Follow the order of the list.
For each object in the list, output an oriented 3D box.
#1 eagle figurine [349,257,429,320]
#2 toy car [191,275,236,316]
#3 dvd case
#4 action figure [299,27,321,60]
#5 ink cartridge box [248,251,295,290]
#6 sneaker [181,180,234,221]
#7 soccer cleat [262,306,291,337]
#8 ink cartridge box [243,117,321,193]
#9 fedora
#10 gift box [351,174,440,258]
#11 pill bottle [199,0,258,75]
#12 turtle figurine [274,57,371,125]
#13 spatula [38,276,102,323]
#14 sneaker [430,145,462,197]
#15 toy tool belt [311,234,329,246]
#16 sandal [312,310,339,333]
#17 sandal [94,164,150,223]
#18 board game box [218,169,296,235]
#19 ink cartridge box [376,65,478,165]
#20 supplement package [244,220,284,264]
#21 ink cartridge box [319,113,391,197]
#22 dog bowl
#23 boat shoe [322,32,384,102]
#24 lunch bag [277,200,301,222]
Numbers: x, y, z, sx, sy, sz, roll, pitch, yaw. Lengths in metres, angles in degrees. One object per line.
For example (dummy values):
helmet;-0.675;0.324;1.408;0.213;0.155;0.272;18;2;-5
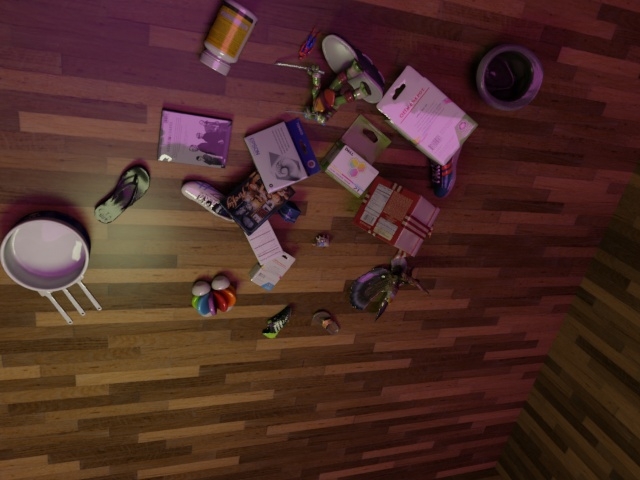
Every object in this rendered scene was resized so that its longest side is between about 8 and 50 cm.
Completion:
eagle figurine;0.304;0.228;2.206;0.298;0.225;0.227;-32;84;33
toy car;-0.429;0.244;1.936;0.181;0.136;0.159;-15;121;-13
dvd case;-0.440;-0.353;1.675;0.238;0.030;0.180;5;115;-22
action figure;-0.042;-0.676;1.655;0.038;0.030;0.115;24;108;-35
ink cartridge box;-0.202;0.109;1.994;0.104;0.062;0.181;35;101;-31
sneaker;-0.402;-0.146;1.768;0.237;0.086;0.085;28;106;-29
soccer cleat;-0.194;0.365;2.138;0.072;0.060;0.179;27;108;-29
ink cartridge box;-0.135;-0.313;1.748;0.223;0.045;0.224;-25;95;-8
fedora;0.726;-0.652;1.900;0.275;0.124;0.244;11;110;-16
gift box;0.295;-0.082;1.938;0.258;0.255;0.277;19;105;-56
pill bottle;-0.296;-0.645;1.520;0.119;0.119;0.209;24;106;-29
turtle figurine;0.017;-0.512;1.633;0.266;0.198;0.275;-22;134;24
spatula;-0.942;0.203;1.790;0.168;0.019;0.242;-25;123;-8
sneaker;0.505;-0.330;2.007;0.120;0.108;0.303;1;108;-21
toy tool belt;0.000;0.000;2.027;0.083;0.052;0.051;1;85;-25
sandal;0.033;0.391;2.243;0.072;0.049;0.180;-40;123;3
sandal;-0.687;-0.153;1.673;0.097;0.054;0.254;37;100;-32
board game box;-0.232;-0.157;1.774;0.243;0.042;0.165;-45;101;-15
ink cartridge box;0.395;-0.478;1.837;0.353;0.119;0.207;37;99;-12
supplement package;-0.228;-0.010;1.862;0.105;0.105;0.180;-26;102;-7
ink cartridge box;0.150;-0.330;1.863;0.188;0.097;0.255;34;102;-25
dog bowl;-0.936;0.036;1.639;0.264;0.104;0.265;-8;115;-17
boat shoe;0.122;-0.626;1.709;0.114;0.091;0.302;-12;136;39
lunch bag;-0.126;-0.111;1.883;0.067;0.098;0.065;21;111;-34
